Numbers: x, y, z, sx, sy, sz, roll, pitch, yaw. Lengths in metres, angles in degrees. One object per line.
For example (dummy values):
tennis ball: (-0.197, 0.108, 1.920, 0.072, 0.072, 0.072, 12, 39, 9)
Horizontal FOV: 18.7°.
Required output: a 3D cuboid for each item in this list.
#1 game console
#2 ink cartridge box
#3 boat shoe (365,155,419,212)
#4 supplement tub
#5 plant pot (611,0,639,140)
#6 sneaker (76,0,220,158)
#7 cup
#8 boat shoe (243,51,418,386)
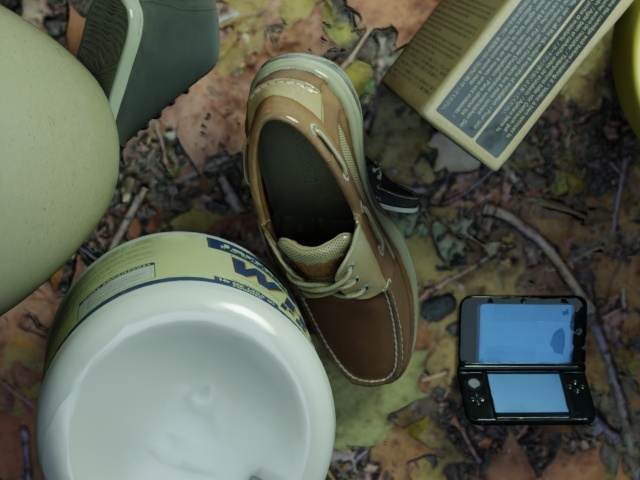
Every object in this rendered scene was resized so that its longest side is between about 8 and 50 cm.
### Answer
game console: (0.192, 0.111, 1.796, 0.122, 0.107, 0.071, 0, 129, -6)
ink cartridge box: (0.155, -0.173, 1.653, 0.088, 0.235, 0.193, 38, 95, -12)
boat shoe: (0.034, -0.060, 1.759, 0.125, 0.046, 0.038, 20, 103, -1)
supplement tub: (-0.118, 0.122, 1.631, 0.235, 0.325, 0.236, -1, 101, -6)
plant pot: (0.363, -0.170, 1.674, 0.254, 0.239, 0.254, -1, 101, -6)
sneaker: (-0.163, -0.118, 1.709, 0.118, 0.083, 0.222, -4, 130, -43)
cup: (-0.307, -0.070, 1.599, 0.237, 0.331, 0.331, -10, 106, -49)
boat shoe: (0.000, 0.000, 1.700, 0.123, 0.116, 0.324, -11, 116, 20)
